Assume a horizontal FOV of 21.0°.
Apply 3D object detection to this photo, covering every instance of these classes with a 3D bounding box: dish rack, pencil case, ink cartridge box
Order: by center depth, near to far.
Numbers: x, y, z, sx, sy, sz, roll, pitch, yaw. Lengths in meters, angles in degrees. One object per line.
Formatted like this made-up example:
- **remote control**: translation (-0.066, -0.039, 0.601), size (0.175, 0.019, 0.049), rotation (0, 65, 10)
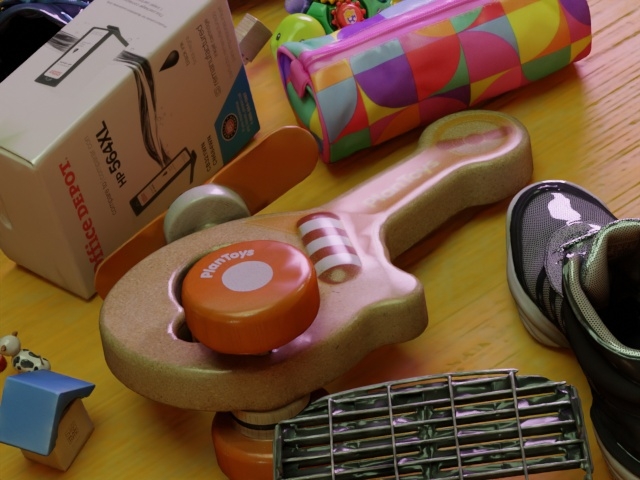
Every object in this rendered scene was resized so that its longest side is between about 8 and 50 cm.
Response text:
- **dish rack**: translation (0.069, 0.200, 0.970), size (0.208, 0.074, 0.272), rotation (-7, 52, 5)
- **ink cartridge box**: translation (-0.148, -0.080, 1.248), size (0.086, 0.148, 0.203), rotation (25, 59, 30)
- **pencil case**: translation (0.087, -0.143, 1.282), size (0.236, 0.104, 0.104), rotation (-25, 47, -8)

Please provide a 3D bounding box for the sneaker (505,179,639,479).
- **sneaker**: translation (0.182, 0.023, 1.067), size (0.101, 0.153, 0.269), rotation (-18, 46, -4)

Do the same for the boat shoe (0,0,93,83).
- **boat shoe**: translation (-0.215, -0.155, 1.374), size (0.109, 0.089, 0.258), rotation (-12, 44, 2)

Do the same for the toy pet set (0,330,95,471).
- **toy pet set**: translation (-0.214, 0.113, 1.140), size (0.114, 0.065, 0.122), rotation (14, 53, 25)

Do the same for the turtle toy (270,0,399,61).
- **turtle toy**: translation (0.008, -0.173, 1.353), size (0.095, 0.066, 0.130), rotation (17, 53, 27)

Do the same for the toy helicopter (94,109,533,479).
- **toy helicopter**: translation (0.000, 0.000, 1.179), size (0.355, 0.140, 0.235), rotation (-32, 39, -31)

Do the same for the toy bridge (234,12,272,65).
- **toy bridge**: translation (-0.120, -0.187, 1.413), size (0.188, 0.026, 0.063), rotation (36, 89, 38)
